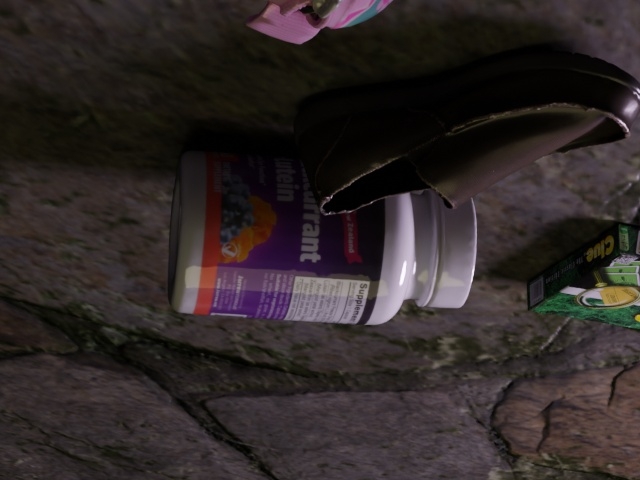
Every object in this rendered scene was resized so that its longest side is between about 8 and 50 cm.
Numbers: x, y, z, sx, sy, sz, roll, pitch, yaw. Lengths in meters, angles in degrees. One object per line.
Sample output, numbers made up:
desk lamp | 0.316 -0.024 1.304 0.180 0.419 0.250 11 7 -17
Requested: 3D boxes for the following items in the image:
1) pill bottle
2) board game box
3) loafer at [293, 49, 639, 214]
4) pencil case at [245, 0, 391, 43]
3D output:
pill bottle | 0.000 0.000 1.125 0.193 0.108 0.108 4 157 -9
board game box | 0.306 0.042 1.329 0.259 0.030 0.136 9 158 -21
loafer | 0.089 -0.054 1.030 0.220 0.078 0.080 -10 156 24
pencil case | 0.066 -0.179 0.674 0.124 0.124 0.284 17 152 -35
